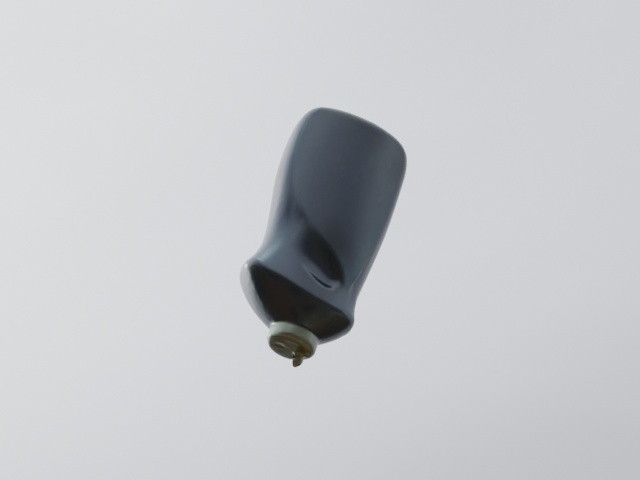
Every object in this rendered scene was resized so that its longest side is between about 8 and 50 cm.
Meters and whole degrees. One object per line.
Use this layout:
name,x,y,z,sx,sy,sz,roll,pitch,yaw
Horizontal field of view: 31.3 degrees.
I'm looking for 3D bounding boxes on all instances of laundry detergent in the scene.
laundry detergent,-0.001,0.001,0.844,0.096,0.206,0.061,23,-33,-10
